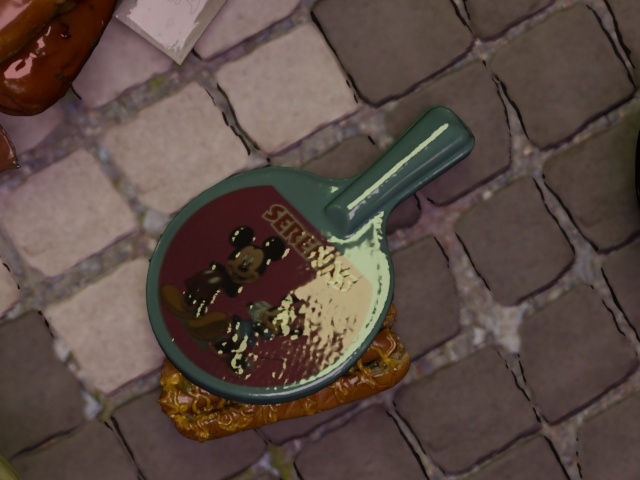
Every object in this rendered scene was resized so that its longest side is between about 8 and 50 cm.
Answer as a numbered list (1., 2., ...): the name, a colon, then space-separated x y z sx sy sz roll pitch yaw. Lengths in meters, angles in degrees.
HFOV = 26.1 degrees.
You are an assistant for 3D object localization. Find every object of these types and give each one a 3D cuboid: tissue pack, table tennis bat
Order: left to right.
1. tissue pack: -0.080 -0.170 0.878 0.056 0.023 0.108 35 90 -9
2. table tennis bat: 0.000 0.000 0.881 0.244 0.040 0.153 -40 72 -10

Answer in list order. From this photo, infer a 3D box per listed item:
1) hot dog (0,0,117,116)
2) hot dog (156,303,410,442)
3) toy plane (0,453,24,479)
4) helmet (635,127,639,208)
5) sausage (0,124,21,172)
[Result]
1. hot dog: -0.185 -0.194 0.805 0.153 0.150 0.256 5 93 1
2. hot dog: -0.026 0.082 0.894 0.165 0.045 0.071 -15 97 -6
3. toy plane: -0.268 0.101 0.825 0.256 0.104 0.242 31 80 8
4. helmet: 0.300 -0.038 0.864 0.189 0.193 0.216 -38 64 5
5. sausage: -0.268 -0.026 0.822 0.177 0.040 0.047 -30 65 -17
